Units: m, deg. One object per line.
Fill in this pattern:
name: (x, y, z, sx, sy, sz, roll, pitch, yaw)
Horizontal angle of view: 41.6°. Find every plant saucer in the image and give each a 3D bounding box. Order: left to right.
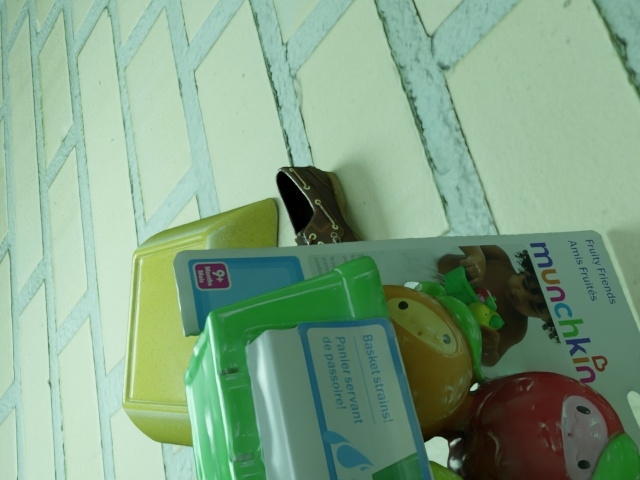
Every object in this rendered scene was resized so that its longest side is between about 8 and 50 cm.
plant saucer: (-0.187, 0.121, 1.174, 0.333, 0.081, 0.333, -13, 73, 53)

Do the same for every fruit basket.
fruit basket: (0.097, 0.131, 0.548, 0.165, 0.353, 0.327, 109, 152, -58)

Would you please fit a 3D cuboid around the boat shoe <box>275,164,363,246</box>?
boat shoe: (0.000, 0.000, 0.948, 0.073, 0.073, 0.207, -51, 46, 33)
